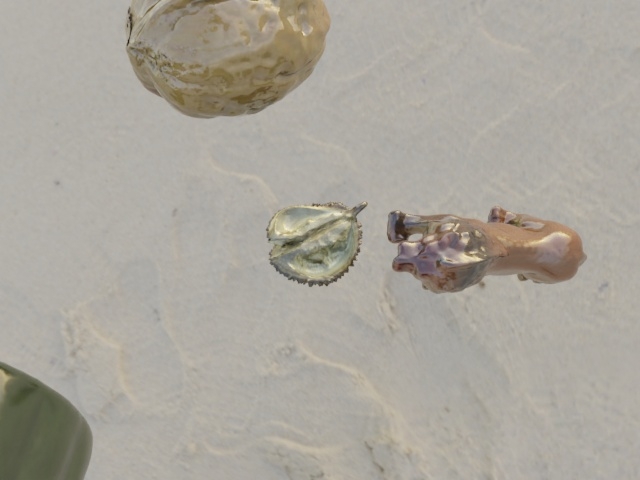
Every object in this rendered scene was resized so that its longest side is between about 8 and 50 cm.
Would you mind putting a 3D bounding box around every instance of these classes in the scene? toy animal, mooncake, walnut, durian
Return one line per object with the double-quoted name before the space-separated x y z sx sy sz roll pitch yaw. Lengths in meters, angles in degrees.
"toy animal" 0.192 0.017 0.960 0.157 0.312 0.097 16 104 60
"mooncake" -0.436 0.243 0.975 0.351 0.351 0.187 3 55 19
"walnut" -0.101 -0.233 0.978 0.245 0.198 0.198 -20 54 -29
"durian" -0.002 -0.002 1.074 0.140 0.071 0.110 -35 87 -11
